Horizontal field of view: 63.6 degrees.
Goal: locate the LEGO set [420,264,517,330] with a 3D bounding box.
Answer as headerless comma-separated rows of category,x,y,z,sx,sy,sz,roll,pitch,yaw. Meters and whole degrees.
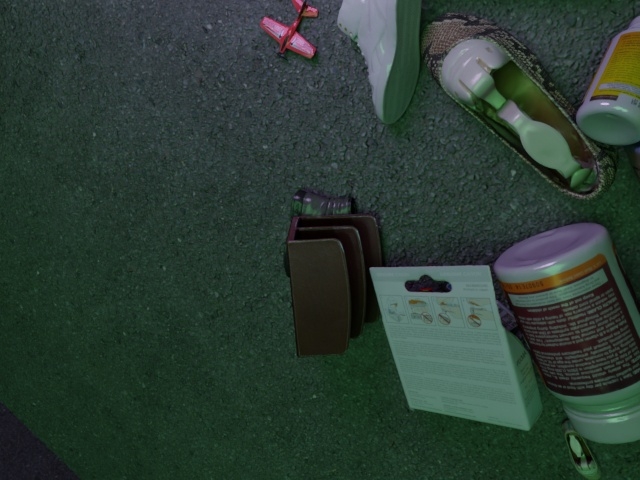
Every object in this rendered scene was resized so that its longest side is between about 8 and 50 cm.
LEGO set,0.317,0.162,1.228,0.244,0.060,0.182,39,118,-6

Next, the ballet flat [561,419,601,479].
ballet flat,0.604,0.500,1.203,0.057,0.052,0.168,-25,96,27

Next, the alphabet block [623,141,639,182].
alphabet block,0.675,-0.116,0.891,0.193,0.192,0.197,-24,97,26

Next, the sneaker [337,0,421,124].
sneaker,0.118,-0.408,1.097,0.169,0.108,0.292,33,136,37

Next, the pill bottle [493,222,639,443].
pill bottle,0.527,0.183,1.036,0.224,0.224,0.392,-22,97,27

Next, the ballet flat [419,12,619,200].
ballet flat,0.368,-0.258,0.980,0.483,0.182,0.164,45,126,4

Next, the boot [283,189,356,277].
boot,0.000,0.000,1.284,0.161,0.083,0.246,14,113,12

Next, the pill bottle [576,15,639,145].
pill bottle,0.541,-0.282,0.896,0.117,0.117,0.215,27,80,13

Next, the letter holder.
letter holder,0.044,0.105,1.216,0.214,0.152,0.302,-2,113,3

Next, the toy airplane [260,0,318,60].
toy airplane,-0.062,-0.486,1.177,0.151,0.028,0.151,7,110,19

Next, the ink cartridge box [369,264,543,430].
ink cartridge box,0.297,0.220,1.163,0.308,0.091,0.385,-4,108,45
